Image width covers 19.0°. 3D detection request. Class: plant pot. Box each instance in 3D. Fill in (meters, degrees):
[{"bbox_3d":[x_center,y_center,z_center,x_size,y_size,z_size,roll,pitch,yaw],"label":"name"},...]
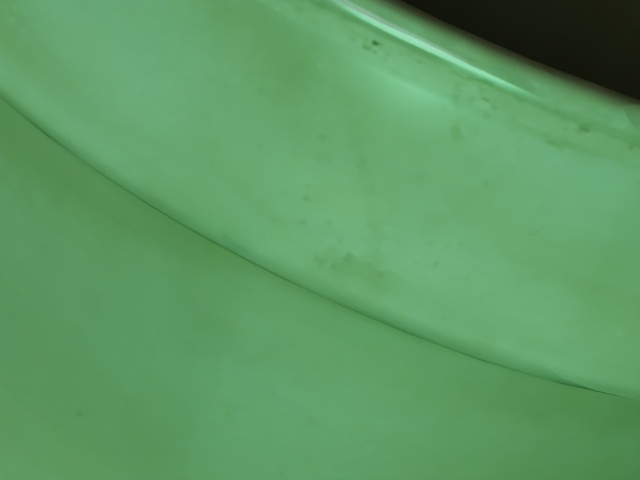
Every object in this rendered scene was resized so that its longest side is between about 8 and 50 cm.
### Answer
[{"bbox_3d":[0.000,0.000,0.533,0.323,0.323,0.280,33,120,13],"label":"plant pot"}]
